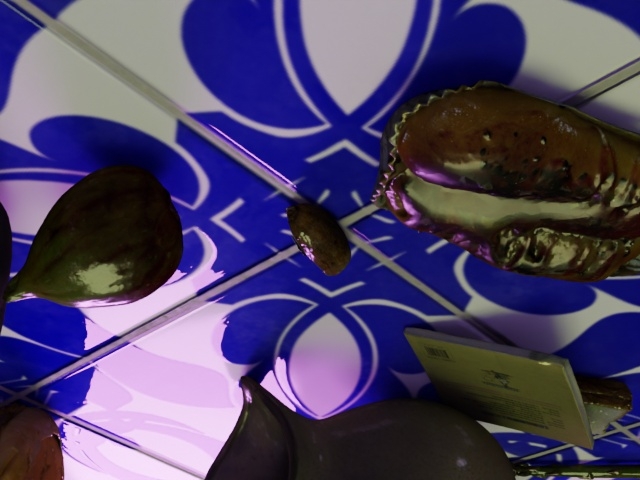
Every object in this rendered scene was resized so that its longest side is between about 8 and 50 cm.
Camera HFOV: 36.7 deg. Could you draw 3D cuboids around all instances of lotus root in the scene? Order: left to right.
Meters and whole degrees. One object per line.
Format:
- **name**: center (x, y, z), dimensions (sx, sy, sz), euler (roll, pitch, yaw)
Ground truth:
- **lotus root**: center (0.002, -0.001, 0.832), dimensions (0.030, 0.037, 0.083), euler (-22, 136, 23)

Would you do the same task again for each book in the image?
- **book**: center (0.187, 0.155, 0.997), dimensions (0.168, 0.013, 0.192), euler (9, 149, 30)

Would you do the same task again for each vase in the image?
- **vase**: center (0.049, 0.290, 0.987), dimensions (0.302, 0.329, 0.241), euler (18, 106, -15)

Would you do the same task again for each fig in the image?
- **fig**: center (-0.187, 0.007, 0.779), dimensions (0.155, 0.109, 0.103), euler (-21, 144, -1)

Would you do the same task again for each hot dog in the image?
- **hot dog**: center (0.164, -0.034, 0.743), dimensions (0.270, 0.082, 0.162), euler (16, 142, -18)

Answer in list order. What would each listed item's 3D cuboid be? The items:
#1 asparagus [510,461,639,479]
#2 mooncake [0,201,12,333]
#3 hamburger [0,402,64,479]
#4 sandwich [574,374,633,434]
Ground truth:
- **asparagus**: center (0.330, 0.286, 1.199), dimensions (0.248, 0.024, 0.025), euler (0, 100, 4)
- **mooncake**: center (-0.396, 0.014, 0.785), dimensions (0.306, 0.154, 0.306), euler (1, 142, 1)
- **hamburger**: center (-0.367, 0.292, 1.107), dimensions (0.108, 0.213, 0.213), euler (6, 143, 3)
- **sandwich**: center (0.274, 0.180, 1.052), dimensions (0.105, 0.035, 0.093), euler (12, 143, -11)
